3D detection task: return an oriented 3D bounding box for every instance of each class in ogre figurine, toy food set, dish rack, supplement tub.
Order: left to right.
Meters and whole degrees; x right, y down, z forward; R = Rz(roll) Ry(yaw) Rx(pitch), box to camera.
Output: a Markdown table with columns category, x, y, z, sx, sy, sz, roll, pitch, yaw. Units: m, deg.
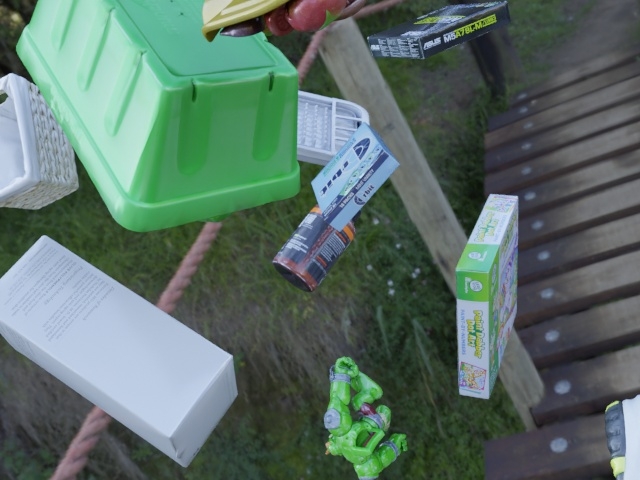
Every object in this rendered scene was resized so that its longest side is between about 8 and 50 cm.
| category | x | y | z | sx | sy | sz | roll | pitch | yaw |
| --- | --- | --- | --- | --- | --- | --- | --- | --- | --- |
| dish rack | -0.054 | -0.259 | 1.624 | 0.333 | 0.072 | 0.285 | 12 | 36 | -7 |
| toy food set | -0.018 | -0.219 | 0.639 | 0.218 | 0.071 | 0.128 | 3 | 52 | 46 |
| supplement tub | 0.000 | 0.000 | 1.408 | 0.198 | 0.106 | 0.106 | -52 | 26 | -15 |
| ogre figurine | 0.064 | 0.289 | 1.098 | 0.097 | 0.197 | 0.118 | 3 | 33 | 28 |

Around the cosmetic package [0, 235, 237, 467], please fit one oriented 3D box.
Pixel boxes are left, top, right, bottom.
| category | x | y | z | sx | sy | sz | roll | pitch | yaw |
| --- | --- | --- | --- | --- | --- | --- | --- | --- | --- |
| cosmetic package | -0.321 | 0.176 | 1.096 | 0.155 | 0.366 | 0.197 | -54 | -13 | -27 |

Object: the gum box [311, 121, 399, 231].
| category | x | y | z | sx | sy | sz | roll | pitch | yaw |
| --- | --- | --- | --- | --- | --- | --- | --- | --- | --- |
| gum box | 0.057 | -0.119 | 1.255 | 0.157 | 0.041 | 0.184 | -48 | 21 | 14 |

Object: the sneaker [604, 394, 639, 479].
| category | x | y | z | sx | sy | sz | roll | pitch | yaw |
| --- | --- | --- | --- | --- | --- | --- | --- | --- | --- |
| sneaker | 0.395 | 0.303 | 0.610 | 0.147 | 0.384 | 0.145 | -27 | 4 | 25 |

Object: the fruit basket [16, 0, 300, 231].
| category | x | y | z | sx | sy | sz | roll | pitch | yaw |
| --- | --- | --- | --- | --- | --- | --- | --- | --- | --- |
| fruit basket | -0.199 | -0.149 | 0.915 | 0.283 | 0.392 | 0.392 | -16 | 10 | -35 |

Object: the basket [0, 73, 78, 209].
| category | x | y | z | sx | sy | sz | roll | pitch | yaw |
| --- | --- | --- | --- | --- | --- | --- | --- | --- | --- |
| basket | -0.433 | -0.137 | 1.022 | 0.113 | 0.167 | 0.103 | -20 | -14 | 24 |

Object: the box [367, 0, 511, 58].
| category | x | y | z | sx | sy | sz | roll | pitch | yaw |
| --- | --- | --- | --- | --- | --- | --- | --- | --- | --- |
| box | 0.206 | -0.373 | 1.244 | 0.184 | 0.045 | 0.191 | -23 | 23 | -15 |

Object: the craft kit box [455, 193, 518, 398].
| category | x | y | z | sx | sy | sz | roll | pitch | yaw |
| --- | --- | --- | --- | --- | --- | --- | --- | --- | --- |
| craft kit box | 0.280 | 0.087 | 1.163 | 0.061 | 0.246 | 0.250 | 4 | 32 | 25 |
